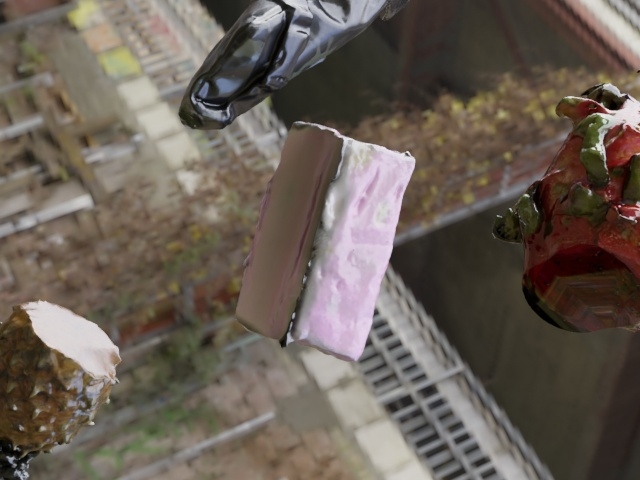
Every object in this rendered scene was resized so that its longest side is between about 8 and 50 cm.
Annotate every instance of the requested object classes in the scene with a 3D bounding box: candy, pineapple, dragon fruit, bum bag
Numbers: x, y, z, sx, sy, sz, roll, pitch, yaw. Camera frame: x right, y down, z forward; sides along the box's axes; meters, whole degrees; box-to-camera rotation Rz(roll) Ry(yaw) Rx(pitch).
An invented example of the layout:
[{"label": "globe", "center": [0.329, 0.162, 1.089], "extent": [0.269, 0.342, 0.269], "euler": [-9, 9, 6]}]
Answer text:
[{"label": "candy", "center": [0.000, 0.000, 1.720], "extent": [0.155, 0.115, 0.265], "euler": [16, -88, 60]}, {"label": "pineapple", "center": [-0.357, 0.208, 1.667], "extent": [0.279, 0.158, 0.158], "euler": [-53, -133, 14]}, {"label": "dragon fruit", "center": [0.213, -0.029, 1.015], "extent": [0.166, 0.172, 0.160], "euler": [14, -44, 20]}, {"label": "bum bag", "center": [-0.010, -0.219, 1.413], "extent": [0.095, 0.340, 0.144], "euler": [46, -37, 10]}]
